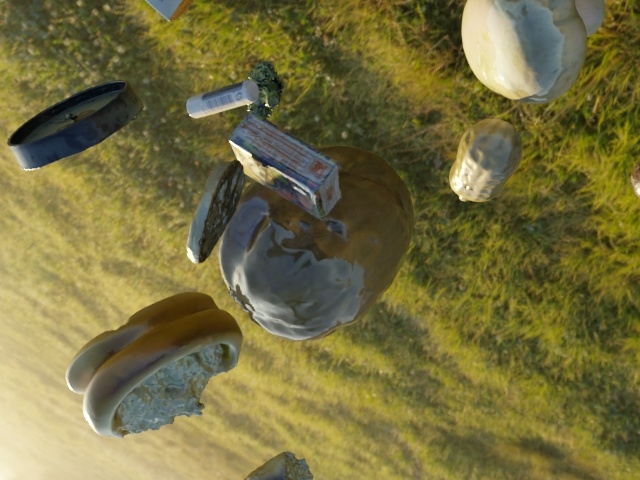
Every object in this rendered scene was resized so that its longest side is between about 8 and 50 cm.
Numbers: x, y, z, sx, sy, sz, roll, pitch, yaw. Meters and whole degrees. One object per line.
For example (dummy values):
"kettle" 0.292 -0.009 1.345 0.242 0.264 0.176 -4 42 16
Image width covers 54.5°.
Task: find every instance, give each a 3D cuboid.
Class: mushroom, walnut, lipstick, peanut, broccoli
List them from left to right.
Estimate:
"lipstick" -0.169 -0.244 1.075 0.141 0.040 0.040 -7 133 34
"broccoli" -0.105 -0.273 1.155 0.097 0.092 0.095 -37 133 10
"walnut" -0.014 0.006 1.191 0.383 0.384 0.384 21 147 14
"peanut" 0.462 -0.221 1.774 0.169 0.192 0.387 16 161 5
"mushroom" 0.524 -0.502 1.562 0.352 0.326 0.353 8 176 1

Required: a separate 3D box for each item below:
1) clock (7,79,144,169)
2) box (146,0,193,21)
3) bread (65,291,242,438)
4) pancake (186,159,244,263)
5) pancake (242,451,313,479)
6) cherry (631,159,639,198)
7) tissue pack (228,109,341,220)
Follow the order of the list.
"clock" -0.580 -0.279 1.473 0.324 0.325 0.067 2 130 37
"box" -0.249 -0.543 1.035 0.220 0.091 0.274 42 114 -13
"bread" -0.408 0.313 1.585 0.245 0.423 0.329 39 153 42
"pancake" -0.135 -0.037 0.812 0.025 0.152 0.152 19 147 5
"pancake" -0.065 0.484 0.957 0.244 0.266 0.057 44 -176 -6
"cherry" 0.869 -0.149 1.517 0.195 0.195 0.195 21 147 14
"tissue pack" -0.044 -0.101 0.854 0.148 0.060 0.109 32 167 16
